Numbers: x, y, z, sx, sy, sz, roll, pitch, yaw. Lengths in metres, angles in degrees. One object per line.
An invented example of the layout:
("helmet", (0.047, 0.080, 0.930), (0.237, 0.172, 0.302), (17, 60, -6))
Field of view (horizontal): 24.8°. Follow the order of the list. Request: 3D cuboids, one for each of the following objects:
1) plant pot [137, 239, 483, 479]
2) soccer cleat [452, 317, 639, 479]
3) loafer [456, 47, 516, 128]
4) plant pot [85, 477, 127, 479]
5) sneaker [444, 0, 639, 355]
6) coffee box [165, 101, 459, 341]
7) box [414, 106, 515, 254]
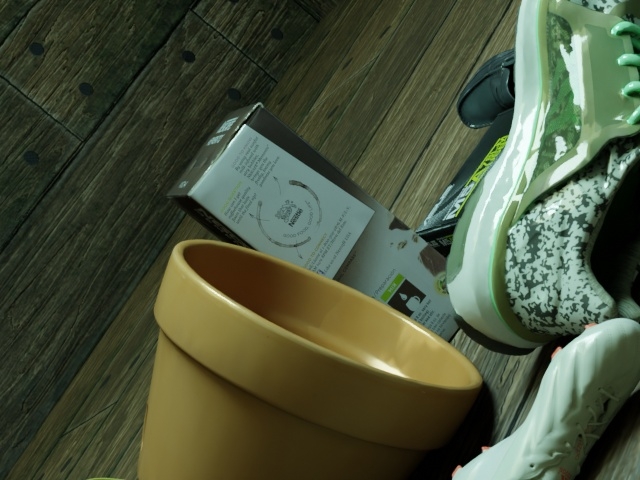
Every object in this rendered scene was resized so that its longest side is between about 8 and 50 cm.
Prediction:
("plant pot", (-0.030, 0.151, 1.273), (0.291, 0.291, 0.203), (-112, 45, -77))
("soccer cleat", (0.168, 0.140, 1.031), (0.196, 0.068, 0.076), (-50, 24, 15))
("loafer", (0.235, -0.189, 1.725), (0.223, 0.076, 0.078), (-32, 14, 47))
("plant pot", (-0.233, 0.353, 1.750), (0.134, 0.134, 0.095), (-145, 69, -78))
("sneaker", (0.250, -0.094, 1.176), (0.182, 0.158, 0.410), (10, 83, 53))
("coffee box", (0.000, 0.000, 1.486), (0.119, 0.297, 0.168), (-52, 12, -7))
("box", (0.201, -0.075, 1.590), (0.190, 0.045, 0.184), (-54, 15, -17))
